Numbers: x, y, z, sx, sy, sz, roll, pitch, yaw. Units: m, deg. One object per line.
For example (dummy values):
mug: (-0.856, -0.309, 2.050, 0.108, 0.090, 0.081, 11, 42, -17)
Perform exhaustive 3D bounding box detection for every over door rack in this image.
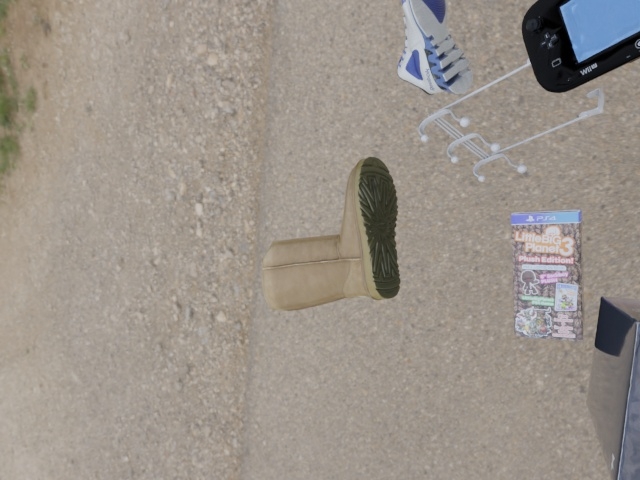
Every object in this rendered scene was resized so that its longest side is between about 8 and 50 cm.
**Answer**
over door rack: (0.414, -0.260, 1.054, 0.324, 0.240, 0.108, -32, 44, 40)

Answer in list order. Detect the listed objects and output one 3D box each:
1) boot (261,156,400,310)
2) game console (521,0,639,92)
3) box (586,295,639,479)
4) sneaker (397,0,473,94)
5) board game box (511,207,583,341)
boot: (0.000, 0.000, 0.820, 0.270, 0.089, 0.235, -10, 77, 46)
game console: (0.337, -0.226, 0.384, 0.361, 0.044, 0.212, -22, 72, 53)
box: (0.478, 0.174, 0.527, 0.294, 0.296, 0.182, 5, 91, 24)
sneaker: (0.264, -0.522, 1.293, 0.182, 0.128, 0.315, 2, 123, 60)
board game box: (0.555, 0.070, 1.163, 0.141, 0.232, 0.290, -1, 94, 30)
